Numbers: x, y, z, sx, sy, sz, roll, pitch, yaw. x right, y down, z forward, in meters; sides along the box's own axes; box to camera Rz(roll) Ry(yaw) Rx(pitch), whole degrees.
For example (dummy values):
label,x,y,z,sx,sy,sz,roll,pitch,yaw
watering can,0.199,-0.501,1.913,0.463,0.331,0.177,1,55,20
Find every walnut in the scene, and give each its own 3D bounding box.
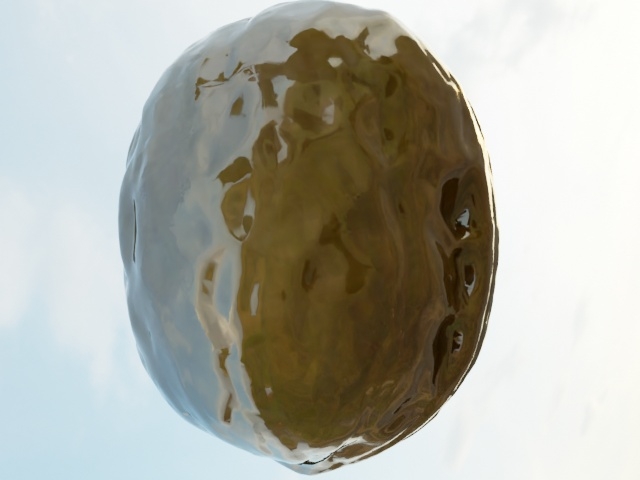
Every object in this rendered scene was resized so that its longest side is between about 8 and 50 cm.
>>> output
label,x,y,z,sx,sy,sz,roll,pitch,yaw
walnut,0.000,0.000,0.705,0.354,0.308,0.398,2,-93,-55
